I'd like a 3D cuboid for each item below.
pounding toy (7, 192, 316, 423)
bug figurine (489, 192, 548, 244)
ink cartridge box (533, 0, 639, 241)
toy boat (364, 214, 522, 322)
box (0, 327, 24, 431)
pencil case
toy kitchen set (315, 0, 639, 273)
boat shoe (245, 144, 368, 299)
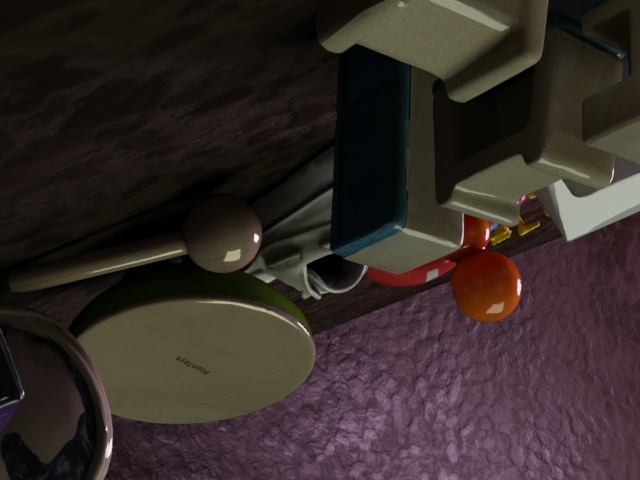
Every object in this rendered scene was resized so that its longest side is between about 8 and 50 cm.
[{"bbox_3d":[-0.105,0.033,0.982,0.183,0.110,0.237,-11,145,6],"label":"pounding toy"},{"bbox_3d":[0.246,-0.071,1.351,0.279,0.072,0.216,-29,178,5],"label":"bug figurine"},{"bbox_3d":[0.139,-0.069,0.653,0.104,0.180,0.060,-23,129,1],"label":"ink cartridge box"},{"bbox_3d":[0.117,-0.003,1.125,0.151,0.151,0.231,-21,172,-19],"label":"toy boat"},{"bbox_3d":[-0.269,0.078,0.674,0.207,0.108,0.153,-21,173,-21],"label":"box"},{"bbox_3d":[-0.287,0.172,0.976,0.160,0.183,0.410,12,157,-25],"label":"pencil case"},{"bbox_3d":[0.031,-0.086,0.558,0.166,0.122,0.207,16,155,-30],"label":"toy kitchen set"},{"bbox_3d":[0.000,0.000,1.023,0.096,0.088,0.267,-18,170,-38],"label":"boat shoe"}]
